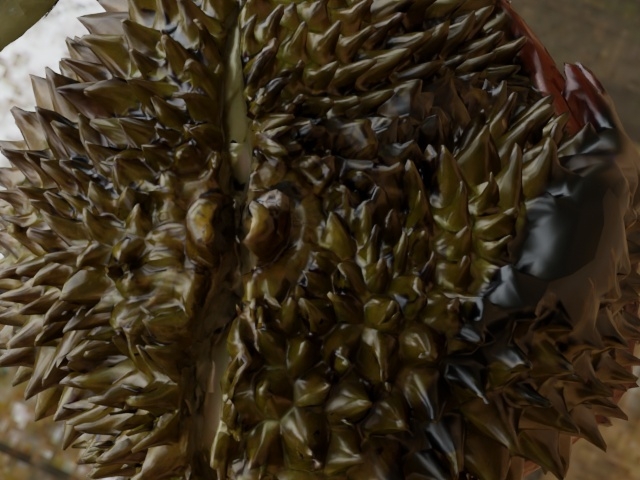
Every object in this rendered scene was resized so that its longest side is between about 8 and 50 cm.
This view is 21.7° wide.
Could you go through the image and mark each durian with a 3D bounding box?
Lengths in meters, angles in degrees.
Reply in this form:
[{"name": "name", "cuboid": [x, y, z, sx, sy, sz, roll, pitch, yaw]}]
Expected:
[{"name": "durian", "cuboid": [0.003, 0.004, 0.846, 0.348, 0.347, 0.384, -67, -16, 1]}]

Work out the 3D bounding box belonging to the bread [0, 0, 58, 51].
[{"name": "bread", "cuboid": [-0.193, -0.176, 0.613, 0.040, 0.267, 0.267, -60, -9, -64]}]
